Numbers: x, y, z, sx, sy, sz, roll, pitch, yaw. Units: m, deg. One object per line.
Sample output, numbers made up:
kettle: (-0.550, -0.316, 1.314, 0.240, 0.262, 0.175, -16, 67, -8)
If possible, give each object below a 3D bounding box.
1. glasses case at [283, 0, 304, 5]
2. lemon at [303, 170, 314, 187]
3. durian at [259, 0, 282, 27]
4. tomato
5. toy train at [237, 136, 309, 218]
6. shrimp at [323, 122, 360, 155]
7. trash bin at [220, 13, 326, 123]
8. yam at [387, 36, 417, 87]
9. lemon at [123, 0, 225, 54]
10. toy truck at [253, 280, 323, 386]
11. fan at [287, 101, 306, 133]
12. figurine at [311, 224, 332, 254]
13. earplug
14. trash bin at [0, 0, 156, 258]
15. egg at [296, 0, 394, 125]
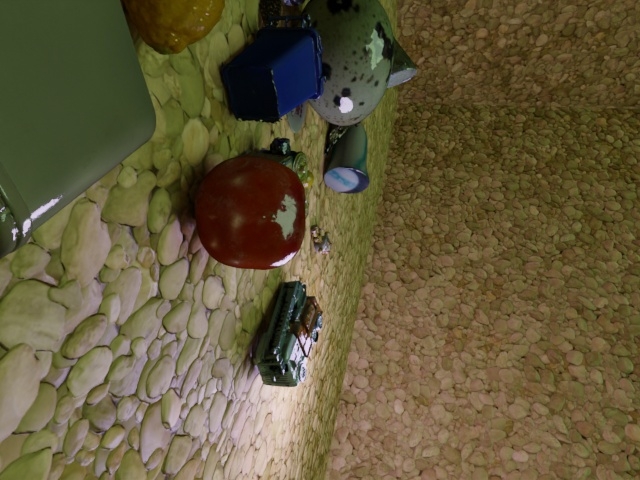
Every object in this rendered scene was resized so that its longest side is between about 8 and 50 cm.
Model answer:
glasses case: (-0.078, -0.722, 0.921, 0.122, 0.082, 0.320, -67, 157, -44)
lemon: (-0.051, -0.199, 1.299, 0.083, 0.062, 0.062, -18, 114, -74)
durian: (-0.107, -0.549, 0.949, 0.066, 0.052, 0.130, 38, 53, -70)
tomato: (-0.129, -0.053, 0.776, 0.232, 0.189, 0.231, 0, 90, -38)
toy train: (-0.113, -0.114, 0.987, 0.177, 0.134, 0.260, -49, 144, -53)
shrimp: (0.087, -0.447, 1.606, 0.066, 0.117, 0.261, 54, 47, -49)
trash bin: (-0.100, -0.371, 0.878, 0.234, 0.163, 0.183, -59, 152, -44)
yam: (0.169, -0.639, 1.286, 0.330, 0.133, 0.133, 53, 27, -9)
lemon: (-0.198, -0.346, 0.540, 0.142, 0.142, 0.186, -23, 124, -73)
toy truck: (-0.103, 0.284, 1.210, 0.338, 0.133, 0.184, -68, 149, -51)
fan: (-0.087, -0.426, 1.164, 0.329, 0.009, 0.190, 6, 91, -75)
figurine: (-0.002, 0.003, 1.585, 0.143, 0.068, 0.101, 35, 58, -59)
earplug: (0.128, -0.379, 1.688, 0.185, 0.185, 0.323, 69, 27, -61)
trash bin: (-0.281, -0.144, 0.372, 0.247, 0.121, 0.243, -68, 158, -51)
egg: (0.065, -0.520, 1.159, 0.287, 0.288, 0.379, -67, 168, -45)
